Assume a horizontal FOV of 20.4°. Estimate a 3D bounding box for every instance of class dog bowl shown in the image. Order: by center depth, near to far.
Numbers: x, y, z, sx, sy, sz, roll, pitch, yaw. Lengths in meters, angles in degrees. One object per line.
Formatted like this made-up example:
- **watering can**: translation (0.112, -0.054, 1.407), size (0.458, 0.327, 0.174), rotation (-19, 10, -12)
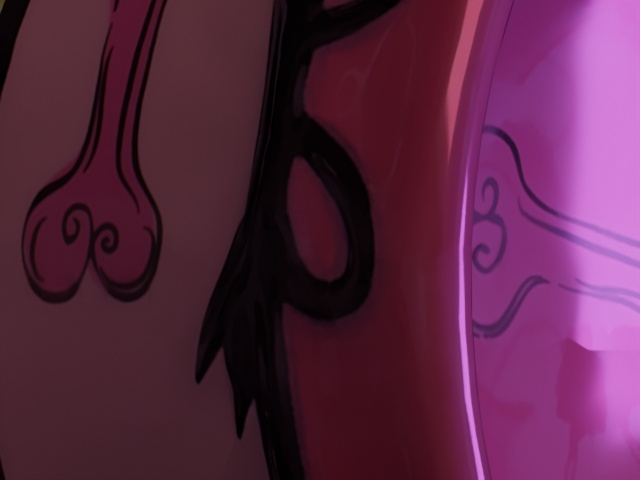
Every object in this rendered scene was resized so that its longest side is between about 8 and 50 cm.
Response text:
- **dog bowl**: translation (0.101, 0.012, 0.555), size (0.408, 0.150, 0.408), rotation (2, 87, -42)

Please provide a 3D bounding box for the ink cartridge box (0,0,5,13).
- **ink cartridge box**: translation (0.000, 0.000, 0.731), size (0.198, 0.115, 0.273), rotation (-28, 72, -38)
